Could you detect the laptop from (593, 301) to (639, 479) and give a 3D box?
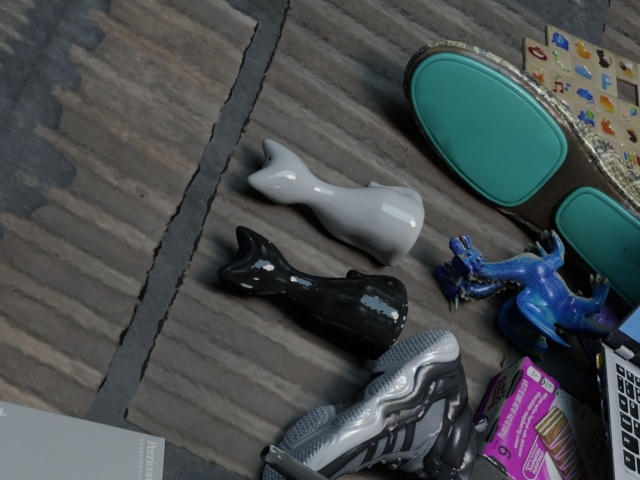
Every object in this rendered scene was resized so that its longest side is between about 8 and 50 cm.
[{"bbox_3d":[0.512,0.203,1.767,0.382,0.236,0.408,32,48,-42],"label":"laptop"}]

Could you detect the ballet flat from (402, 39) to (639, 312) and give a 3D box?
[{"bbox_3d":[0.305,-0.085,1.937,0.483,0.164,0.182,41,29,-4],"label":"ballet flat"}]

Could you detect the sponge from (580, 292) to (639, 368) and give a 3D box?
[{"bbox_3d":[0.400,0.159,1.929,0.117,0.031,0.210,-18,75,-39],"label":"sponge"}]

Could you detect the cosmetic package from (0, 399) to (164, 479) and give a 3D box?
[{"bbox_3d":[-0.268,0.227,1.406,0.238,0.107,0.127,13,55,-23],"label":"cosmetic package"}]

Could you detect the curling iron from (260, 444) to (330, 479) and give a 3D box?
[{"bbox_3d":[0.033,0.289,1.556,0.274,0.035,0.068,48,49,-29],"label":"curling iron"}]

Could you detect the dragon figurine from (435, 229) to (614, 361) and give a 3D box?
[{"bbox_3d":[0.267,0.088,1.836,0.289,0.085,0.144,45,64,0],"label":"dragon figurine"}]

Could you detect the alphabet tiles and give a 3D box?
[{"bbox_3d":[0.379,-0.193,2.132,0.237,0.009,0.198,18,56,-23],"label":"alphabet tiles"}]

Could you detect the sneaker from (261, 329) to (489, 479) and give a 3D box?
[{"bbox_3d":[0.071,0.224,1.628,0.268,0.101,0.153,-38,107,-24],"label":"sneaker"}]

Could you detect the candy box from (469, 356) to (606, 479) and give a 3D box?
[{"bbox_3d":[0.278,0.267,1.761,0.233,0.071,0.159,39,49,-9],"label":"candy box"}]

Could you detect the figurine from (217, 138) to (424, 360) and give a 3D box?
[{"bbox_3d":[0.000,0.000,1.727,0.209,0.092,0.215,24,52,-15],"label":"figurine"}]
